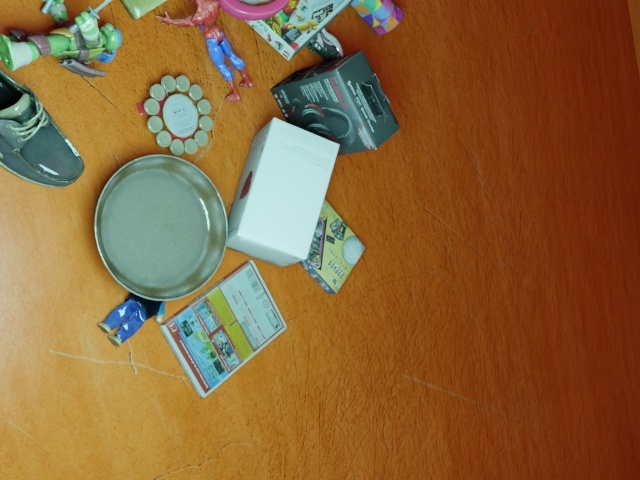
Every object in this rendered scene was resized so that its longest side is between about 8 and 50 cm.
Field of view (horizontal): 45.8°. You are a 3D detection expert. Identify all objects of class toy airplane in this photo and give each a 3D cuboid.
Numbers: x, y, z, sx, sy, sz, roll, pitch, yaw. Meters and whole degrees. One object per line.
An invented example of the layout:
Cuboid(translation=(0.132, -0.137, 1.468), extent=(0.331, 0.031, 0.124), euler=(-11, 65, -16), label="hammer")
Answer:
Cuboid(translation=(-0.341, -0.279, 1.718), extent=(0.151, 0.028, 0.151), euler=(2, 87, -40), label="toy airplane")

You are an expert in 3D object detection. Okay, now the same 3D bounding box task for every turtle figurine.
Cuboid(translation=(-0.516, -0.440, 1.474), extent=(0.266, 0.274, 0.198), euler=(-29, 71, -36), label="turtle figurine")

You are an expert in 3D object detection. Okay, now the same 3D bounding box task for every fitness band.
Cuboid(translation=(-0.174, -0.662, 1.801), extent=(0.209, 0.054, 0.290), euler=(-12, 84, -17), label="fitness band")

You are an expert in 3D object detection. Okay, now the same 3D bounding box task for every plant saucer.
Cuboid(translation=(-0.341, -0.026, 1.622), extent=(0.311, 0.050, 0.310), euler=(3, 85, -38), label="plant saucer")

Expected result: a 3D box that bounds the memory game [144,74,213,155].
Cuboid(translation=(-0.317, -0.283, 1.713), extent=(0.186, 0.012, 0.186), euler=(4, 84, -47), label="memory game")

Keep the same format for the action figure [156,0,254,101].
Cuboid(translation=(-0.268, -0.461, 1.758), extent=(0.091, 0.139, 0.280), euler=(-54, 142, -30), label="action figure")

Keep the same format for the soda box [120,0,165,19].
Cuboid(translation=(-0.348, -0.554, 1.658), extent=(0.181, 0.061, 0.058), euler=(-36, 113, -8), label="soda box")

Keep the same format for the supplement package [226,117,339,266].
Cuboid(translation=(-0.099, -0.107, 1.790), extent=(0.175, 0.177, 0.292), euler=(20, 75, -18), label="supplement package")

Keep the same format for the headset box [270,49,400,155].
Cuboid(translation=(0.044, -0.328, 1.864), extent=(0.110, 0.293, 0.218), euler=(-43, 115, -32), label="headset box")

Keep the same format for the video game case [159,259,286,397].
Cuboid(translation=(-0.223, 0.205, 1.802), extent=(0.285, 0.025, 0.204), euler=(-38, 112, -34), label="video game case")

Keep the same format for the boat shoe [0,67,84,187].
Cuboid(translation=(-0.594, -0.230, 1.444), extent=(0.355, 0.130, 0.132), euler=(43, 63, -30), label="boat shoe")

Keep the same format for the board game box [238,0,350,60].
Cuboid(translation=(-0.054, -0.610, 1.906), extent=(0.193, 0.053, 0.305), euler=(42, 61, -4), label="board game box")

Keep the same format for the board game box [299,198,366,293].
Cuboid(translation=(0.000, 0.000, 1.979), extent=(0.243, 0.042, 0.165), euler=(49, 60, -27), label="board game box")

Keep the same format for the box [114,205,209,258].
Cuboid(translation=(-0.354, -0.020, 1.680), extent=(0.232, 0.058, 0.087), euler=(-12, 95, -39), label="box")

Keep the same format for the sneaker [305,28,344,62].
Cuboid(translation=(-0.012, -0.517, 1.978), extent=(0.077, 0.072, 0.178), euler=(-39, 100, -28), label="sneaker")

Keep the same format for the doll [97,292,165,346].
Cuboid(translation=(-0.395, 0.138, 1.650), extent=(0.189, 0.046, 0.129), euler=(-47, 117, -30), label="doll")

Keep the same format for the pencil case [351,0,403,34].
Cuboid(translation=(0.126, -0.674, 2.071), extent=(0.236, 0.104, 0.104), euler=(44, 63, -31), label="pencil case")
